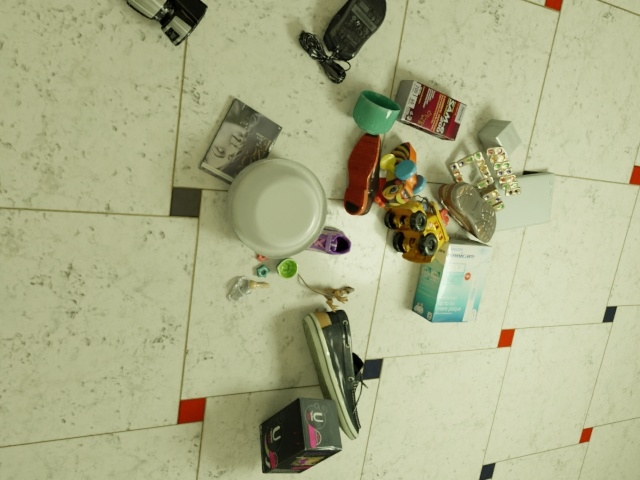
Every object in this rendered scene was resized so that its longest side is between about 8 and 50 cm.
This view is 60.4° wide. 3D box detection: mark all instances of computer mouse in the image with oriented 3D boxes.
[{"bbox_3d":[0.074,-0.614,1.594,0.272,0.072,0.188,-46,123,6],"label":"computer mouse"}]

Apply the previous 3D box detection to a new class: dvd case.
[{"bbox_3d":[-0.225,-0.265,1.564,0.165,0.018,0.221,28,91,-32],"label":"dvd case"}]

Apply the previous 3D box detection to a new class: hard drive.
[{"bbox_3d":[0.770,-0.148,2.119,0.308,0.040,0.202,-9,109,-25],"label":"hard drive"}]

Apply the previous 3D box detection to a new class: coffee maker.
[{"bbox_3d":[-0.367,-0.593,1.330,0.178,0.120,0.171,37,85,-32],"label":"coffee maker"}]

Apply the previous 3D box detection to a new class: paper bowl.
[{"bbox_3d":[-0.117,-0.090,1.555,0.284,0.148,0.284,-3,101,-17],"label":"paper bowl"}]

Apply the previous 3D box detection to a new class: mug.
[{"bbox_3d":[0.176,-0.380,1.675,0.158,0.129,0.097,10,124,-25],"label":"mug"}]

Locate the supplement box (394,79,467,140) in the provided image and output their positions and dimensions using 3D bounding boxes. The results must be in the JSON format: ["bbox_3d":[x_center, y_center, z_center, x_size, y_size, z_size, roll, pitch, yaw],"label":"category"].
[{"bbox_3d":[0.353,-0.421,1.794,0.240,0.073,0.130,13,98,-31],"label":"supplement box"}]

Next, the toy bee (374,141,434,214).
[{"bbox_3d":[0.239,-0.182,1.724,0.162,0.298,0.195,-24,114,19],"label":"toy bee"}]

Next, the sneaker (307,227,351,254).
[{"bbox_3d":[0.000,0.000,1.715,0.237,0.104,0.095,8,103,-28],"label":"sneaker"}]

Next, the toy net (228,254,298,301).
[{"bbox_3d":[-0.185,0.107,1.683,0.232,0.045,0.122,-35,118,-15],"label":"toy net"}]

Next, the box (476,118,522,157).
[{"bbox_3d":[0.632,-0.361,1.943,0.087,0.102,0.101,-47,121,-10],"label":"box"}]

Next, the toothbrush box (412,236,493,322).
[{"bbox_3d":[0.479,0.141,2.002,0.216,0.126,0.295,5,101,-29],"label":"toothbrush box"}]

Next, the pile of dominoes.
[{"bbox_3d":[0.592,-0.207,1.948,0.196,0.040,0.251,-26,123,14],"label":"pile of dominoes"}]

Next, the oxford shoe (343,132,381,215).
[{"bbox_3d":[0.145,-0.212,1.752,0.098,0.097,0.271,3,104,-56],"label":"oxford shoe"}]

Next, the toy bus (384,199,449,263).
[{"bbox_3d":[0.347,-0.064,1.868,0.211,0.149,0.220,-39,117,-28],"label":"toy bus"}]

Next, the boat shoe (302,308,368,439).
[{"bbox_3d":[0.075,0.453,1.850,0.156,0.187,0.500,-20,108,-15],"label":"boat shoe"}]

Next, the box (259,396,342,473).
[{"bbox_3d":[-0.070,0.630,1.760,0.143,0.165,0.270,15,138,-31],"label":"box"}]

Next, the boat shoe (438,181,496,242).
[{"bbox_3d":[0.525,-0.106,1.959,0.123,0.116,0.324,-55,130,-13],"label":"boat shoe"}]

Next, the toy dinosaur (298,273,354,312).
[{"bbox_3d":[0.026,0.176,1.798,0.212,0.112,0.064,12,113,-36],"label":"toy dinosaur"}]
